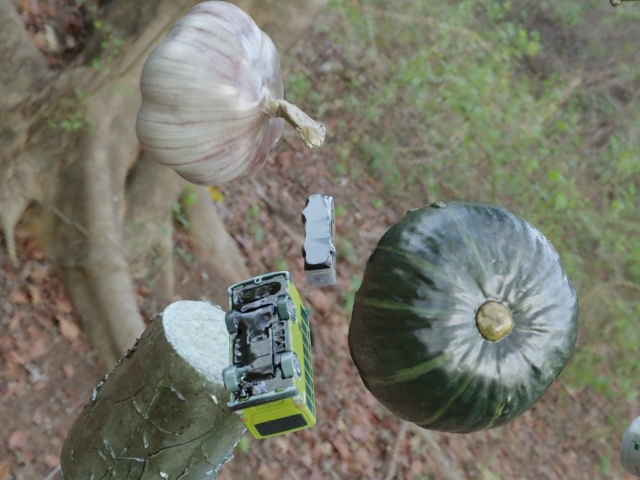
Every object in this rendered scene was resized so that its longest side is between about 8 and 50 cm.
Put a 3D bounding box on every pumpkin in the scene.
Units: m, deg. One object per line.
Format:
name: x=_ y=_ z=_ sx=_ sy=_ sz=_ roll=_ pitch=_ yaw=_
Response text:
pumpkin: x=0.124 y=0.067 z=0.976 sx=0.211 sy=0.212 sz=0.152 roll=43 pitch=-19 yaw=-10

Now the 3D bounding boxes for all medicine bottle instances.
medicine bottle: x=0.446 y=0.272 z=1.359 sx=0.130 sy=0.080 sz=0.080 roll=15 pitch=-11 yaw=47

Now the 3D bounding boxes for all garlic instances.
garlic: x=-0.099 y=-0.174 z=1.431 sx=0.253 sy=0.245 sz=0.245 roll=18 pitch=3 yaw=28

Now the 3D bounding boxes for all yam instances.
yam: x=-0.232 y=0.273 z=1.676 sx=0.241 sy=0.348 sz=0.241 roll=31 pitch=22 yaw=-14

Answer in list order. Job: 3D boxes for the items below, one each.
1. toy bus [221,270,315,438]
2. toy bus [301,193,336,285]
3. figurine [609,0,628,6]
toy bus: x=-0.058 y=0.131 z=1.259 sx=0.101 sy=0.088 sz=0.175 roll=62 pitch=16 yaw=-44
toy bus: x=0.000 y=0.000 z=1.831 sx=0.072 sy=0.057 sz=0.172 roll=77 pitch=9 yaw=-46
figurine: x=0.604 y=-0.412 z=1.561 sx=0.166 sy=0.386 sz=0.207 roll=39 pitch=31 yaw=-42
